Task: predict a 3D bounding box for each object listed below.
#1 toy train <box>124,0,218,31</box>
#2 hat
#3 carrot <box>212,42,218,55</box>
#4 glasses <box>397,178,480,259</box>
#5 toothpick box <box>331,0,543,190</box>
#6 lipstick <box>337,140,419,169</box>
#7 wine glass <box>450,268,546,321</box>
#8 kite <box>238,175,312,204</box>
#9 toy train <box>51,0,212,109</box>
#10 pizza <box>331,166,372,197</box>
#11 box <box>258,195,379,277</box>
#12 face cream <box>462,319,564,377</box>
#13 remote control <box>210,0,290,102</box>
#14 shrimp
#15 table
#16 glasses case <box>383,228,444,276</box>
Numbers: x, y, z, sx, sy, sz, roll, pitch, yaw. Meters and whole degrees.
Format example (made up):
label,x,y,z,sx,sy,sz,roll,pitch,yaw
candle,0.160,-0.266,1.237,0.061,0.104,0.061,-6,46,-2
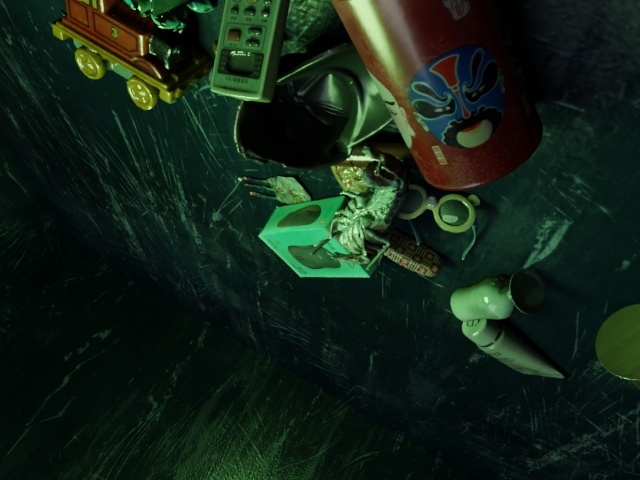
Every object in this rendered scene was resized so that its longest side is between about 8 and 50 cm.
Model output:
label,x,y,z,sx,sy,sz,roll,pitch,yaw
toy train,-0.266,-0.468,0.944,0.154,0.198,0.107,45,153,7
hat,-0.001,-0.285,1.013,0.336,0.209,0.238,-28,129,29
carrot,-0.185,-0.365,1.188,0.035,0.036,0.165,-5,131,51
glasses,0.256,-0.019,1.201,0.189,0.088,0.221,18,149,28
toothpick box,0.175,-0.260,0.779,0.204,0.204,0.333,3,139,45
lipstick,0.117,-0.175,1.095,0.356,0.057,0.057,8,143,29
wine glass,0.410,0.137,1.272,0.103,0.103,0.231,38,156,-8
kite,-0.125,-0.140,1.502,0.245,0.015,0.141,11,147,35
toy train,-0.422,-0.454,1.178,0.368,0.163,0.232,31,144,7
pizza,0.103,-0.146,1.206,0.195,0.052,0.185,14,149,37
box,0.000,0.000,1.475,0.311,0.118,0.205,-3,136,50
face cream,0.510,0.292,1.449,0.314,0.089,0.143,34,155,-24
remote control,-0.109,-0.378,0.886,0.123,0.286,0.038,19,-167,27
shrimp,0.093,-0.044,1.145,0.165,0.222,0.411,6,150,-19
table,0.702,0.256,1.107,0.226,0.167,0.167,38,154,-27
glasses case,0.211,0.029,1.341,0.194,0.073,0.049,30,147,9
